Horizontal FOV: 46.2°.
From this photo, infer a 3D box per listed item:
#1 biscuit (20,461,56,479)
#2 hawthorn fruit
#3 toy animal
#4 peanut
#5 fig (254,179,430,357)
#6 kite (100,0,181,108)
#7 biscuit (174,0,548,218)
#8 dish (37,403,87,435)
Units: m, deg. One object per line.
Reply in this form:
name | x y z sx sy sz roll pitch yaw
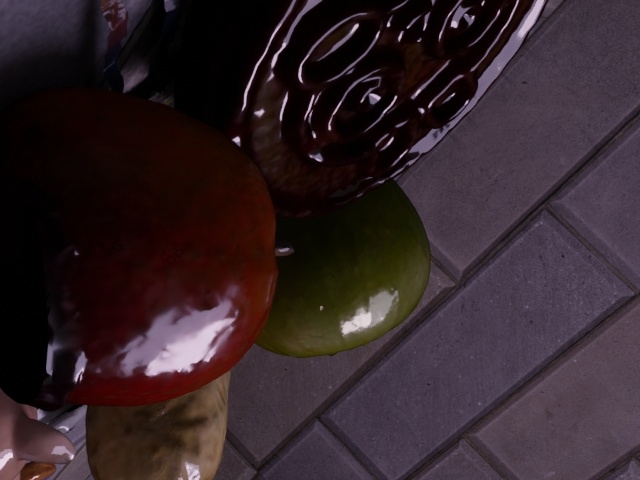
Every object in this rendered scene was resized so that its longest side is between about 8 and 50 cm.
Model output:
biscuit | -0.498 0.369 0.983 0.324 0.049 0.205 -27 169 19
hawthorn fruit | -0.124 0.002 0.519 0.249 0.215 0.215 -2 150 -28
toy animal | -0.370 0.221 0.750 0.165 0.149 0.248 -15 156 -40
peanut | -0.207 0.175 0.991 0.169 0.192 0.387 -13 -141 9
fig | 0.000 0.000 1.041 0.316 0.316 0.316 -44 174 -6
kite | -0.136 -0.121 0.628 0.204 0.022 0.360 -44 175 -22
biscuit | 0.063 -0.176 0.650 0.407 0.091 0.407 -36 157 -18
dish | -0.368 0.221 0.969 0.260 0.085 0.260 -38 173 -6
